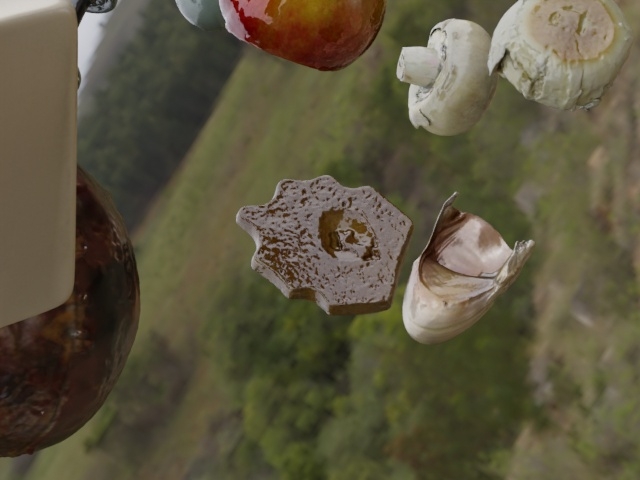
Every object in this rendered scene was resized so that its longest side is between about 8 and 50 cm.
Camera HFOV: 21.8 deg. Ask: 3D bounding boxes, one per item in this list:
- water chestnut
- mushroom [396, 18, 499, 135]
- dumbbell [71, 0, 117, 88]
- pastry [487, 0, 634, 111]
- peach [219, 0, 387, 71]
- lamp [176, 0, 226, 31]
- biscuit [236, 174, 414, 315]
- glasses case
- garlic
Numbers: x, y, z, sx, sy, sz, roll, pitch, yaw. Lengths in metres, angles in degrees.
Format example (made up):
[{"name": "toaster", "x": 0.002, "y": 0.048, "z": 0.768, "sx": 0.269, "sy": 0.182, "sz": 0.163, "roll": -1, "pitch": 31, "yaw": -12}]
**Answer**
[{"name": "water chestnut", "x": -0.335, "y": 0.049, "z": 1.761, "sx": 0.350, "sy": 0.350, "sz": 0.302, "roll": -55, "pitch": -21, "yaw": 21}, {"name": "mushroom", "x": 0.156, "y": -0.207, "z": 2.079, "sx": 0.154, "sy": 0.123, "sz": 0.154, "roll": -164, "pitch": 90, "yaw": -79}, {"name": "dumbbell", "x": -0.276, "y": -0.228, "z": 1.792, "sx": 0.081, "sy": 0.082, "sz": 0.254, "roll": -44, "pitch": 23, "yaw": 62}, {"name": "pastry", "x": 0.279, "y": -0.227, "z": 1.927, "sx": 0.088, "sy": 0.166, "sz": 0.165, "roll": 103, "pitch": -166, "yaw": -59}, {"name": "peach", "x": -0.022, "y": -0.260, "z": 1.773, "sx": 0.190, "sy": 0.190, "sz": 0.192, "roll": -62, "pitch": 0, "yaw": -33}, {"name": "lamp", "x": -0.138, "y": -0.323, "z": 2.159, "sx": 0.105, "sy": 0.105, "sz": 0.105, "roll": -56, "pitch": 7, "yaw": 10}, {"name": "biscuit", "x": 0.000, "y": 0.001, "z": 2.052, "sx": 0.034, "sy": 0.215, "sz": 0.182, "roll": 104, "pitch": -176, "yaw": -59}, {"name": "glasses case", "x": -0.279, "y": -0.065, "z": 1.378, "sx": 0.144, "sy": 0.076, "sz": 0.336, "roll": -18, "pitch": -41, "yaw": -27}, {"name": "garlic", "x": 0.132, "y": 0.034, "z": 1.622, "sx": 0.174, "sy": 0.099, "sz": 0.124, "roll": -43, "pitch": -15, "yaw": -50}]
